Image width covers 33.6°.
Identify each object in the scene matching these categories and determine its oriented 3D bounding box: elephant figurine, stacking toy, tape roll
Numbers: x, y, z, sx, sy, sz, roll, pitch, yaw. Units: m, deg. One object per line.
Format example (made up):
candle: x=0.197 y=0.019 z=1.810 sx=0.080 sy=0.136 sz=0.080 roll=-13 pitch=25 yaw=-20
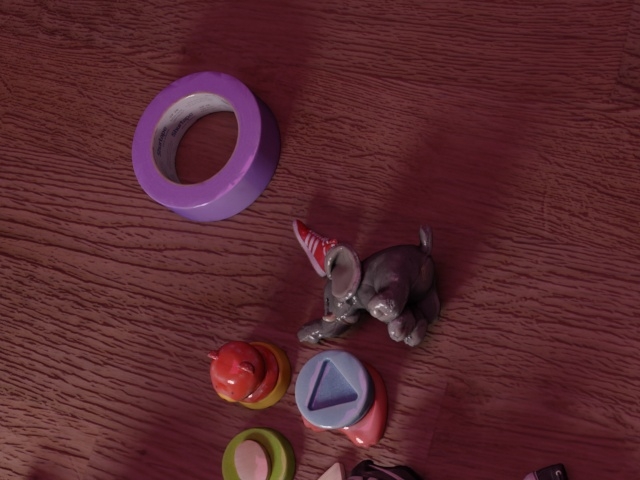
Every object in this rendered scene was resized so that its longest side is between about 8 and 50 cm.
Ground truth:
elephant figurine: x=0.071 y=0.079 z=1.774 sx=0.239 sy=0.169 sz=0.186 roll=12 pitch=49 yaw=42
stacking toy: x=-0.059 y=0.303 z=1.761 sx=0.309 sy=0.130 sz=0.279 roll=4 pitch=75 yaw=25
tape roll: x=-0.217 y=-0.178 z=2.007 sx=0.275 sy=0.090 sz=0.274 roll=-7 pitch=70 yaw=21

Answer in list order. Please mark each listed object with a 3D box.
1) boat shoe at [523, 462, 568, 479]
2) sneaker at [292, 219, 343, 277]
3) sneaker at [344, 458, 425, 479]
boat shoe: x=0.383 y=0.435 z=1.561 sx=0.076 sy=0.080 sz=0.228 roll=-32 pitch=56 yaw=13
sneaker: x=0.000 y=0.000 z=1.881 sx=0.067 sy=0.042 sz=0.118 roll=-35 pitch=71 yaw=14
sneaker: x=0.148 y=0.406 z=1.665 sx=0.234 sy=0.106 sz=0.078 roll=21 pitch=121 yaw=7
